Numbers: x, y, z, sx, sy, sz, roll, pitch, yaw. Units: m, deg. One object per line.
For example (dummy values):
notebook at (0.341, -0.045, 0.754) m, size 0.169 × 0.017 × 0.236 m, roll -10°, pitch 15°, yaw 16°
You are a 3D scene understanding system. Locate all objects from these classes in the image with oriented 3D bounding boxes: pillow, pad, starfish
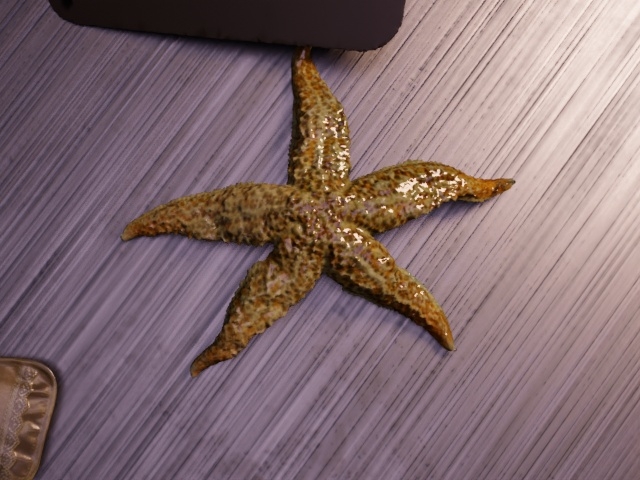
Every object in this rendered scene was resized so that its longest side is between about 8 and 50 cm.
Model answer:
pillow at (-0.371, 0.161, 0.914) m, size 0.218 × 0.033 × 0.130 m, roll 14°, pitch 86°, yaw 0°
pad at (-0.084, -0.358, 0.942) m, size 0.376 × 0.063 × 0.314 m, roll 9°, pitch 99°, yaw 8°
starfish at (-0.001, 0.001, 0.917) m, size 0.347 × 0.078 × 0.357 m, roll 31°, pitch 86°, yaw -1°
